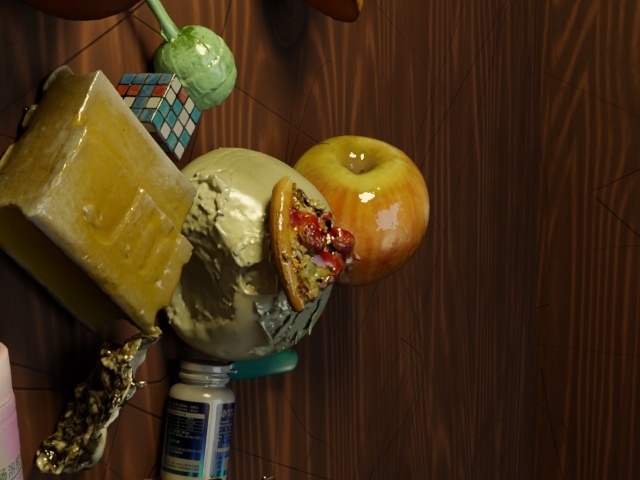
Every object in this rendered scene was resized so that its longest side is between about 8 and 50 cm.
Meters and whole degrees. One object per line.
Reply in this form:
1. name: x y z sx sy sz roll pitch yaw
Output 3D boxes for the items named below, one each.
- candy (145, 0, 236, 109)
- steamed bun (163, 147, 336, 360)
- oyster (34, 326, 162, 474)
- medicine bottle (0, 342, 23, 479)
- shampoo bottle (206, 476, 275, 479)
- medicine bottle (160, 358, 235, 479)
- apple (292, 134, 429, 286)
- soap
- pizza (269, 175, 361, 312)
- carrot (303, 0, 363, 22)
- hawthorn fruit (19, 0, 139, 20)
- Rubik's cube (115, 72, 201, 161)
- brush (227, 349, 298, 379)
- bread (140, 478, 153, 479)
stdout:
1. candy: -0.250 -0.357 1.542 0.440 0.119 0.119 58 45 -40
2. steamed bun: -0.091 0.018 1.752 0.312 0.233 0.333 -40 130 -52
3. oyster: -0.297 0.213 1.532 0.214 0.083 0.223 -57 -177 12
4. medicine bottle: -0.418 0.250 1.252 0.152 0.152 0.254 -27 119 -59
5. shampoo bottle: -0.208 0.411 1.531 0.084 0.323 0.129 -137 -150 -76
6. medicine bottle: -0.192 0.288 1.744 0.107 0.107 0.191 8 88 -63
7. apple: 0.058 -0.052 1.997 0.286 0.286 0.233 -52 154 -46
8. soap: -0.294 -0.049 1.462 0.281 0.143 0.259 52 46 -47
9. pizza: 0.000 0.000 1.634 0.193 0.053 0.201 -3 77 -52
10. carrot: 0.004 -0.559 1.873 0.193 0.214 0.331 107 -2 -80
11. hawthorn fruit: -0.285 -0.381 1.300 0.298 0.277 0.277 66 36 -75
12. Rubik's cube: -0.242 -0.176 1.574 0.092 0.092 0.092 60 44 -48
13. brush: -0.110 0.223 1.984 0.193 0.032 0.043 -1 101 -51
14. bread: -0.219 0.470 1.681 0.147 0.160 0.260 -37 121 -63
